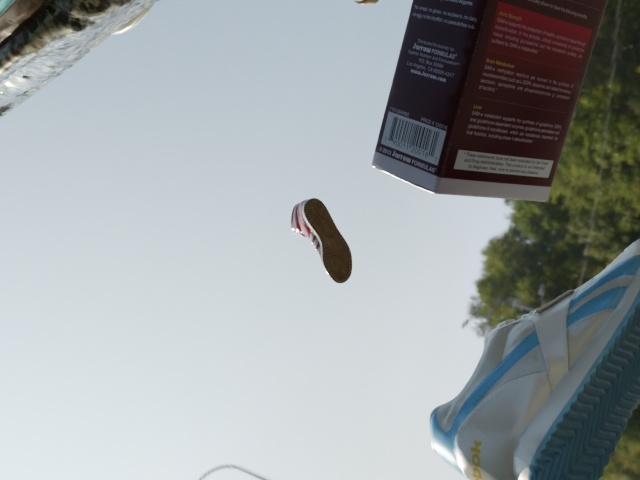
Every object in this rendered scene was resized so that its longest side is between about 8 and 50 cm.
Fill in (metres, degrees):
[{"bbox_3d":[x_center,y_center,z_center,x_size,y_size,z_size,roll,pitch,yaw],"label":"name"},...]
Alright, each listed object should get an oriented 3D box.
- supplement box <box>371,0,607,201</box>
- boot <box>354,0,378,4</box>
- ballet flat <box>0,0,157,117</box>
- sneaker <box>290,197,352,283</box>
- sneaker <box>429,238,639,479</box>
[{"bbox_3d":[0.130,-0.153,0.587,0.130,0.073,0.240,1,-71,-40],"label":"supplement box"},{"bbox_3d":[-0.051,-0.402,1.020,0.269,0.089,0.236,-12,-72,-26],"label":"boot"},{"bbox_3d":[-0.208,-0.106,0.446,0.182,0.482,0.164,-27,-81,-53],"label":"ballet flat"},{"bbox_3d":[0.000,0.000,1.096,0.042,0.067,0.118,-27,-80,-20],"label":"sneaker"},{"bbox_3d":[0.160,0.066,0.525,0.228,0.092,0.087,-38,-60,-32],"label":"sneaker"}]
